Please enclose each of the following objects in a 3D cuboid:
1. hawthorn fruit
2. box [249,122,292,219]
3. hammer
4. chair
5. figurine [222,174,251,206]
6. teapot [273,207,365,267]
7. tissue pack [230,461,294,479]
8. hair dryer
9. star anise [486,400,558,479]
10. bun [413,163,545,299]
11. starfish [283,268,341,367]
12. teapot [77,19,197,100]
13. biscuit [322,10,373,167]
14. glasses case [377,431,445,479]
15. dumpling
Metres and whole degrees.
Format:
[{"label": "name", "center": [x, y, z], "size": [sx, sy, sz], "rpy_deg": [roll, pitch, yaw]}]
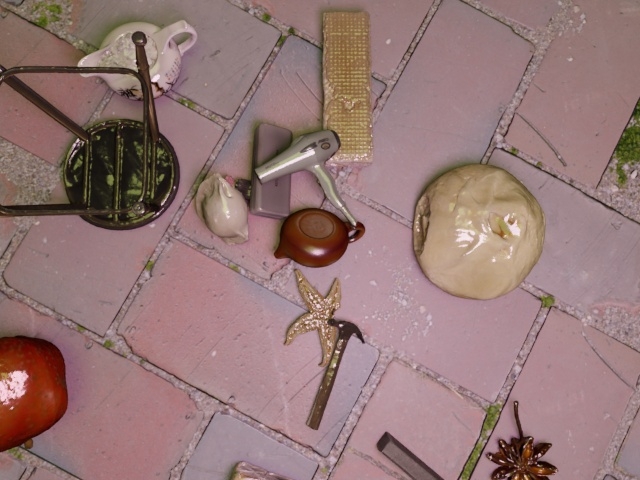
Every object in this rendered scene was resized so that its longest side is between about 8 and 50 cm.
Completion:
[{"label": "hawthorn fruit", "center": [-0.731, 0.358, 1.094], "size": [0.276, 0.275, 0.299], "rpy_deg": [-16, 101, -4]}, {"label": "box", "center": [-0.129, -0.182, 1.244], "size": [0.103, 0.055, 0.243], "rpy_deg": [9, 76, -32]}, {"label": "hammer", "center": [0.026, 0.353, 1.232], "size": [0.125, 0.027, 0.297], "rpy_deg": [22, 87, -21]}, {"label": "chair", "center": [-0.522, -0.199, 1.076], "size": [0.363, 0.410, 0.364], "rpy_deg": [-2, 84, -4]}, {"label": "figurine", "center": [-0.222, -0.135, 1.260], "size": [0.129, 0.054, 0.072], "rpy_deg": [16, 67, -2]}, {"label": "teapot", "center": [0.000, 0.000, 1.237], "size": [0.252, 0.135, 0.178], "rpy_deg": [-11, 55, -21]}, {"label": "tissue pack", "center": [-0.164, 0.691, 1.172], "size": [0.187, 0.090, 0.222], "rpy_deg": [19, 85, -3]}, {"label": "hair dryer", "center": [-0.042, -0.138, 1.181], "size": [0.229, 0.092, 0.266], "rpy_deg": [-10, 83, -9]}, {"label": "star anise", "center": [0.535, 0.553, 1.222], "size": [0.177, 0.073, 0.233], "rpy_deg": [24, 100, 8]}, {"label": "bun", "center": [0.420, -0.027, 1.213], "size": [0.365, 0.202, 0.363], "rpy_deg": [0, 86, -5]}, {"label": "starfish", "center": [-0.020, 0.206, 1.244], "size": [0.138, 0.050, 0.247], "rpy_deg": [9, 83, -2]}, {"label": "teapot", "center": [-0.462, -0.486, 1.239], "size": [0.300, 0.166, 0.208], "rpy_deg": [-29, 75, 5]}, {"label": "biscuit", "center": [0.070, -0.412, 1.292], "size": [0.144, 0.078, 0.425], "rpy_deg": [-1, 84, -2]}, {"label": "glasses case", "center": [0.239, 0.584, 1.212], "size": [0.205, 0.071, 0.047], "rpy_deg": [40, 88, 1]}, {"label": "dumpling", "center": [-0.260, -0.075, 1.216], "size": [0.155, 0.111, 0.180], "rpy_deg": [-9, 88, 31]}]
